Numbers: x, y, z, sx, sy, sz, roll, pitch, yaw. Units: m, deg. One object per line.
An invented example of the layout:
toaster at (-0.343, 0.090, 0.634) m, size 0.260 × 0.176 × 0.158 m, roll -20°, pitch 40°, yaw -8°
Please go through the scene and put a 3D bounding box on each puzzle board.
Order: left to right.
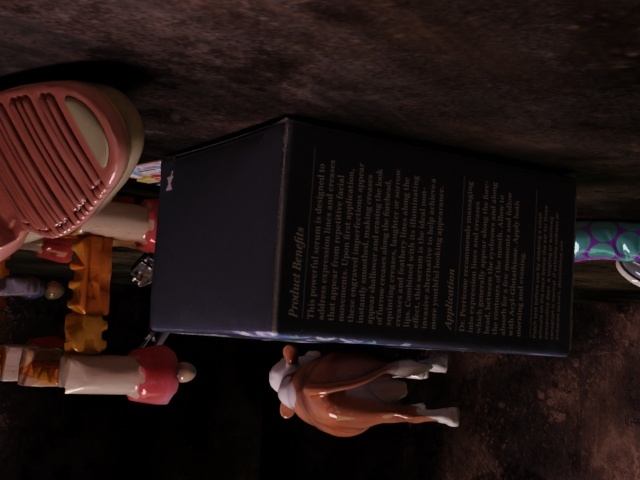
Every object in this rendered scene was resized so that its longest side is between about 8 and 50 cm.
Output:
puzzle board at (-0.197, -0.084, 1.290) m, size 0.096 × 0.011 × 0.128 m, roll 8°, pitch 171°, yaw -40°

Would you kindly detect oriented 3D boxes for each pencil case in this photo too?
pencil case at (0.430, 0.006, 1.517) m, size 0.151 × 0.070 × 0.064 m, roll 3°, pitch 174°, yaw 10°

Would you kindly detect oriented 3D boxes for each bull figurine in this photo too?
bull figurine at (0.041, 0.172, 1.175) m, size 0.188 × 0.101 × 0.310 m, roll 0°, pitch 176°, yaw -6°

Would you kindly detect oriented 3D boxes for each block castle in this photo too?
block castle at (-0.365, 0.084, 1.567) m, size 0.212 × 0.303 × 0.453 m, roll 7°, pitch 173°, yaw -37°

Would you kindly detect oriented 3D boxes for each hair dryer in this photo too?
hair dryer at (-0.193, 0.057, 1.623) m, size 0.080 × 0.224 × 0.293 m, roll 28°, pitch 126°, yaw -37°

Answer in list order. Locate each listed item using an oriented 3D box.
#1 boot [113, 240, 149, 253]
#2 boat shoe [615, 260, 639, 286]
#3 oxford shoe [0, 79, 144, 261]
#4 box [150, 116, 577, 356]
boot at (-0.256, 0.018, 1.767) m, size 0.305 × 0.115 × 0.112 m, roll 4°, pitch 177°, yaw 11°
boat shoe at (0.668, 0.038, 1.721) m, size 0.319 × 0.116 × 0.099 m, roll 9°, pitch 131°, yaw 4°
oxford shoe at (-0.253, -0.083, 0.990) m, size 0.146 × 0.141 × 0.397 m, roll -30°, pitch -171°, yaw -35°
box at (0.048, 0.015, 1.163) m, size 0.395 × 0.212 × 0.293 m, roll 8°, pitch 173°, yaw -31°
